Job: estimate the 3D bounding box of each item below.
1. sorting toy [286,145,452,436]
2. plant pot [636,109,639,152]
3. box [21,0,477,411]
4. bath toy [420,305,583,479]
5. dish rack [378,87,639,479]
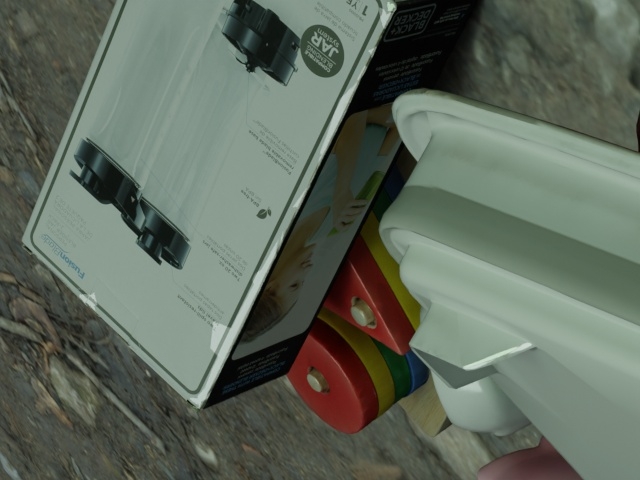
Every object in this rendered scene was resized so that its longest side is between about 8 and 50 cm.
[{"bbox_3d":[0.000,0.000,1.273,0.255,0.089,0.257,47,154,16],"label":"sorting toy"},{"bbox_3d":[0.225,-0.066,0.611,0.272,0.272,0.265,49,163,13],"label":"plant pot"},{"bbox_3d":[-0.048,-0.067,1.122,0.169,0.087,0.290,40,123,23],"label":"box"},{"bbox_3d":[0.165,0.161,1.145,0.151,0.129,0.348,-85,-24,-69],"label":"bath toy"},{"bbox_3d":[0.169,0.091,0.653,0.285,0.072,0.333,23,165,41],"label":"dish rack"}]
